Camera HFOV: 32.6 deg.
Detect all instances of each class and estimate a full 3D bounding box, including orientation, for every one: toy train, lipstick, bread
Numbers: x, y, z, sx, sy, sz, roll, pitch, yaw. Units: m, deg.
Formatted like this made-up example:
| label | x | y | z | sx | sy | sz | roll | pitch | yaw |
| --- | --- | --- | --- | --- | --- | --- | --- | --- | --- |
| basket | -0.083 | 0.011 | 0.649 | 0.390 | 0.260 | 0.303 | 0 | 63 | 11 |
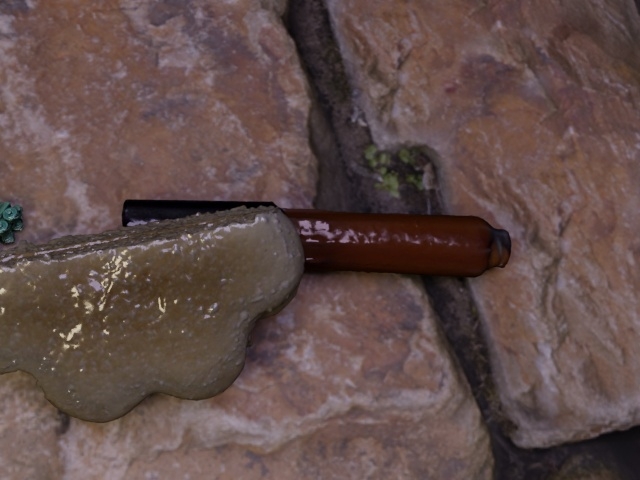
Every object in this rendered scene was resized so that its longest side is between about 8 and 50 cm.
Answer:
| label | x | y | z | sx | sy | sz | roll | pitch | yaw |
| --- | --- | --- | --- | --- | --- | --- | --- | --- | --- |
| toy train | -0.341 | -0.004 | 1.117 | 0.045 | 0.029 | 0.092 | 22 | 58 | 16 |
| lipstick | 0.000 | 0.000 | 1.160 | 0.418 | 0.077 | 0.077 | 3 | 65 | -12 |
| bread | -0.176 | 0.074 | 1.042 | 0.337 | 0.102 | 0.183 | -11 | 96 | -8 |
